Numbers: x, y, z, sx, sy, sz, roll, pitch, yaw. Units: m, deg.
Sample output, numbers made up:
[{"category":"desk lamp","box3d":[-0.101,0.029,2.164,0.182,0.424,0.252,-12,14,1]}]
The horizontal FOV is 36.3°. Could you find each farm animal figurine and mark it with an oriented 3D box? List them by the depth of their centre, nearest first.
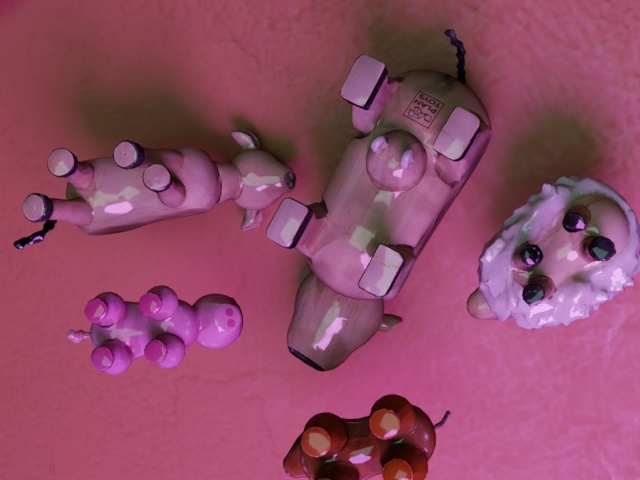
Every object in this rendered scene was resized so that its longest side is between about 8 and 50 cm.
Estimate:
[{"category":"farm animal figurine","box3d":[0.000,0.000,0.683,0.327,0.172,0.330,-45,79,7]}]
